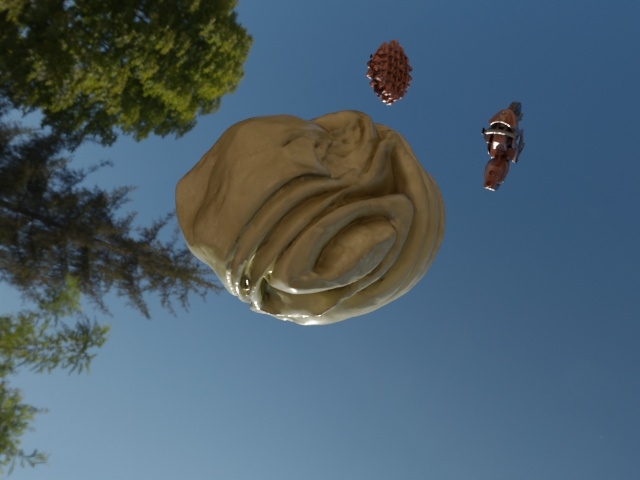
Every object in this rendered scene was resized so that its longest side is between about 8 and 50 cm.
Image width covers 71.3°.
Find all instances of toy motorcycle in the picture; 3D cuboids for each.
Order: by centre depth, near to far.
[{"bbox_3d":[0.424,-0.220,1.052,0.084,0.118,0.212,20,-70,32],"label":"toy motorcycle"}]

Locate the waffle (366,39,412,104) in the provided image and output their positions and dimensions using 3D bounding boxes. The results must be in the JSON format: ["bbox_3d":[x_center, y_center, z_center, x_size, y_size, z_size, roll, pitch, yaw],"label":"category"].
[{"bbox_3d":[0.097,-0.230,0.610,0.029,0.075,0.083,6,-130,44],"label":"waffle"}]

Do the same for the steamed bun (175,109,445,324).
[{"bbox_3d":[0.003,-0.002,0.531,0.276,0.289,0.203,-37,-132,28],"label":"steamed bun"}]
